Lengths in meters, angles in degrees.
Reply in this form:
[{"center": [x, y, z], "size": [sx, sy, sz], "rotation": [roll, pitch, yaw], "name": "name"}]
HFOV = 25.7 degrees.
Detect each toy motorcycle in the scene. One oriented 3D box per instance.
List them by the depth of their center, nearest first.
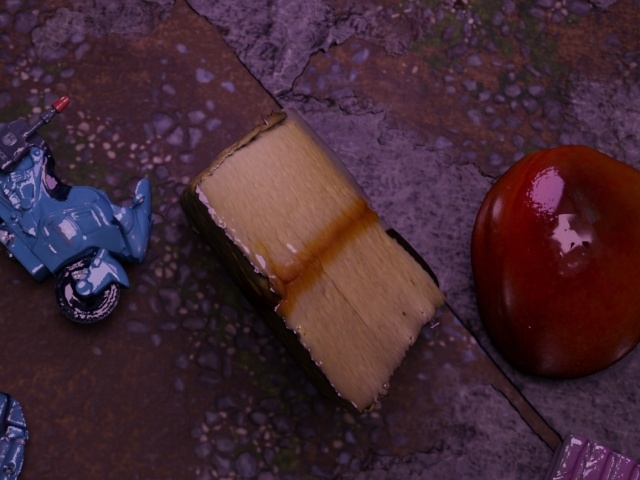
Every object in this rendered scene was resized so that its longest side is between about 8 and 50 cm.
[{"center": [-0.303, -0.042, 1.672], "size": [0.182, 0.123, 0.272], "rotation": [-43, 78, -12], "name": "toy motorcycle"}]

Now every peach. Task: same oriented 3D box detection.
[{"center": [0.294, 0.027, 1.689], "size": [0.249, 0.245, 0.274], "rotation": [4, 73, 25], "name": "peach"}]

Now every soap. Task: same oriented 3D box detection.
[{"center": [0.299, 0.334, 1.609], "size": [0.122, 0.065, 0.203], "rotation": [26, 65, 5], "name": "soap"}]

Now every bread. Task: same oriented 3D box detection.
[{"center": [0.000, 0.000, 1.585], "size": [0.242, 0.405, 0.345], "rotation": [-38, 88, -11], "name": "bread"}]

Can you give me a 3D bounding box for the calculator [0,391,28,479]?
[{"center": [-0.474, 0.216, 1.565], "size": [0.293, 0.051, 0.173], "rotation": [18, 66, 1], "name": "calculator"}]
